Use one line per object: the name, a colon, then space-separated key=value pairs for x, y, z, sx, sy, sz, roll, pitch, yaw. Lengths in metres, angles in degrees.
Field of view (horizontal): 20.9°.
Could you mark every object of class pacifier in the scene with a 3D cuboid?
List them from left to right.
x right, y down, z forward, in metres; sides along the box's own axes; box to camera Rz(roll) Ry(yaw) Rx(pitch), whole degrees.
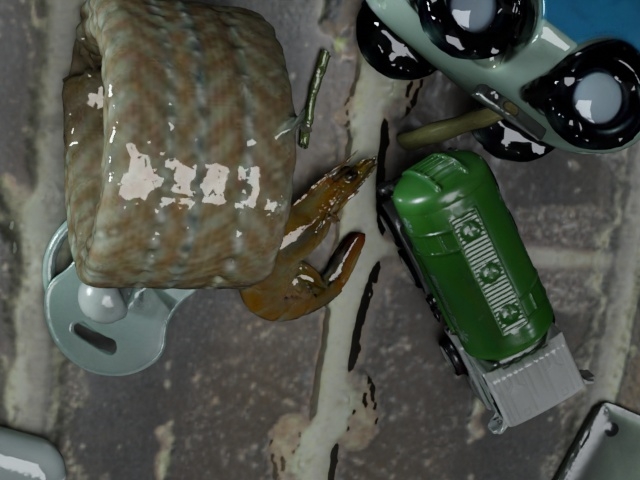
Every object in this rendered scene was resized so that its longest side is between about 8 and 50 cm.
pacifier: x=-0.163 y=0.033 z=1.346 sx=0.127 sy=0.116 sz=0.150 roll=38 pitch=100 yaw=4

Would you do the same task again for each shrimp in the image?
shrimp: x=0.003 y=0.003 z=1.412 sx=0.162 sy=0.045 sz=0.095 roll=-47 pitch=112 yaw=1

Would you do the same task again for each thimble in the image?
thimble: x=-0.105 y=-0.071 z=1.265 sx=0.148 sy=0.229 sz=0.196 roll=5 pitch=121 yaw=-17

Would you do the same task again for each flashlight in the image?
flashlight: x=-0.298 y=0.167 z=1.388 sx=0.200 sy=0.047 sz=0.093 roll=23 pitch=100 yaw=-19

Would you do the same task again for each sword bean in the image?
sword bean: x=-0.006 y=-0.113 z=1.391 sx=0.012 sy=0.012 sz=0.083 roll=10 pitch=106 yaw=-17

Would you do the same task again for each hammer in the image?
hammer: x=0.106 y=-0.085 z=1.331 sx=0.062 sy=0.199 sz=0.013 roll=33 pitch=77 yaw=-14

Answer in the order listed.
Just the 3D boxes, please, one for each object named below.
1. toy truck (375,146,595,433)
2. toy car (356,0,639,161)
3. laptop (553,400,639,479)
toy truck: x=0.132 y=0.034 z=1.412 sx=0.101 sy=0.125 sz=0.242 roll=-29 pitch=113 yaw=-5
toy car: x=0.161 y=-0.178 z=1.321 sx=0.255 sy=0.188 sz=0.190 roll=32 pitch=80 yaw=-13
laptop: x=0.269 y=0.292 z=1.586 sx=0.187 sy=0.015 sz=0.269 roll=23 pitch=100 yaw=-20
